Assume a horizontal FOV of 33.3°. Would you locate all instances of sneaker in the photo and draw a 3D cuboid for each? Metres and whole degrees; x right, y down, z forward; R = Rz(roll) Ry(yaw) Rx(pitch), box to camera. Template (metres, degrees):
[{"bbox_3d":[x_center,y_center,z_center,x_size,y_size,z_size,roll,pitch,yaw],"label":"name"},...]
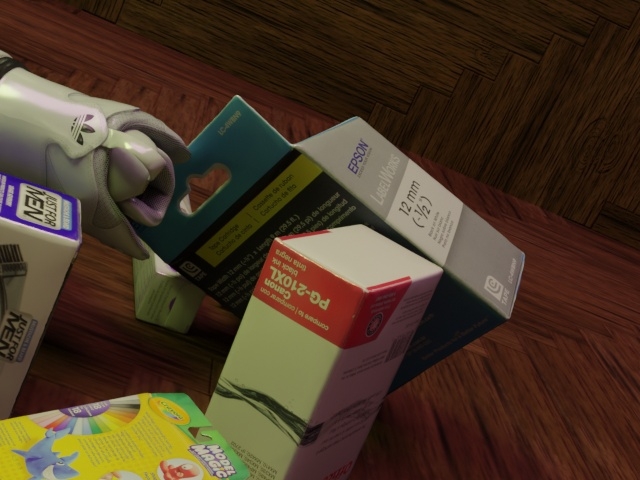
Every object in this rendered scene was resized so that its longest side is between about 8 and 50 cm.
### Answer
[{"bbox_3d":[-0.249,-0.044,1.039,0.210,0.137,0.366,20,-21,-2],"label":"sneaker"}]

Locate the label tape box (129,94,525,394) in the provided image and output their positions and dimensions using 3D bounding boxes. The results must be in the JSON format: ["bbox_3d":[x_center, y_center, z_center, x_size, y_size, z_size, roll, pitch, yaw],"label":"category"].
[{"bbox_3d":[0.000,0.000,1.120,0.348,0.249,0.115,40,43,-12],"label":"label tape box"}]

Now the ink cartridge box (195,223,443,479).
[{"bbox_3d":[-0.005,0.116,0.953,0.100,0.237,0.172,29,17,22],"label":"ink cartridge box"}]

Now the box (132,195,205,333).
[{"bbox_3d":[-0.191,0.007,1.314,0.063,0.067,0.324,19,17,-18],"label":"box"}]

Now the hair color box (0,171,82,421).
[{"bbox_3d":[-0.377,0.009,0.829,0.339,0.185,0.110,20,17,-19],"label":"hair color box"}]

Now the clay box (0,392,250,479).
[{"bbox_3d":[-0.173,0.172,0.749,0.222,0.053,0.127,-6,27,-31],"label":"clay box"}]
